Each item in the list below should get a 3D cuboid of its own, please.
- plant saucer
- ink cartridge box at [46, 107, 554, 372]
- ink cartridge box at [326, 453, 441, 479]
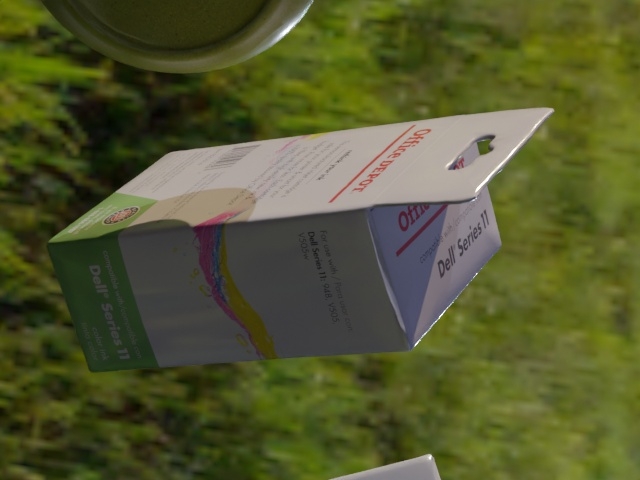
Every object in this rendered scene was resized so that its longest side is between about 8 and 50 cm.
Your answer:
[{"bbox_3d":[-0.113,-0.225,1.450,0.037,0.241,0.241,-83,175,-58],"label":"plant saucer"},{"bbox_3d":[0.000,0.000,1.483,0.207,0.353,0.119,-43,122,-55],"label":"ink cartridge box"},{"bbox_3d":[-0.059,0.352,1.673,0.279,0.384,0.160,81,-5,-56],"label":"ink cartridge box"}]
